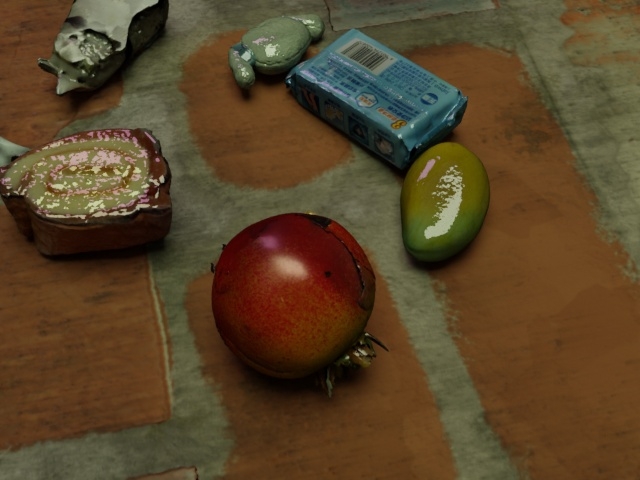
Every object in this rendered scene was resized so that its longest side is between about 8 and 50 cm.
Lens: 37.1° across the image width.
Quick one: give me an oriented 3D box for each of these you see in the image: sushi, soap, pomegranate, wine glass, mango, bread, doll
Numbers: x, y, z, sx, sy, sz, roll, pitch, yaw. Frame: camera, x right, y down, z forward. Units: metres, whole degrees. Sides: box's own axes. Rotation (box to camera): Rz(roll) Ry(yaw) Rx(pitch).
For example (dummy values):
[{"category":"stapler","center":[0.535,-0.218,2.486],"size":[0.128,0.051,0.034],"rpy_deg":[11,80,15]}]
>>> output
[{"category":"sushi","center":[-0.345,-0.319,1.541],"size":[0.134,0.109,0.273],"rpy_deg":[19,70,7]},{"category":"soap","center":[0.086,-0.225,1.481],"size":[0.156,0.077,0.293],"rpy_deg":[-38,58,-24]},{"category":"pomegranate","center":[-0.027,0.078,1.194],"size":[0.210,0.210,0.235],"rpy_deg":[-39,91,-26]},{"category":"wine glass","center":[-0.481,-0.130,1.407],"size":[0.155,0.072,0.072],"rpy_deg":[32,59,20]},{"category":"mango","center":[0.173,-0.052,1.359],"size":[0.130,0.092,0.194],"rpy_deg":[22,59,14]},{"category":"bread","center":[-0.327,-0.068,1.334],"size":[0.244,0.123,0.190],"rpy_deg":[-5,53,-6]},{"category":"doll","center":[-0.075,-0.318,1.554],"size":[0.103,0.071,0.214],"rpy_deg":[31,54,18]}]

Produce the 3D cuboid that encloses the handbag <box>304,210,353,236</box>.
[{"category":"handbag","center":[0.000,0.000,1.354],"size":[0.083,0.027,0.061],"rpy_deg":[29,57,17]}]
